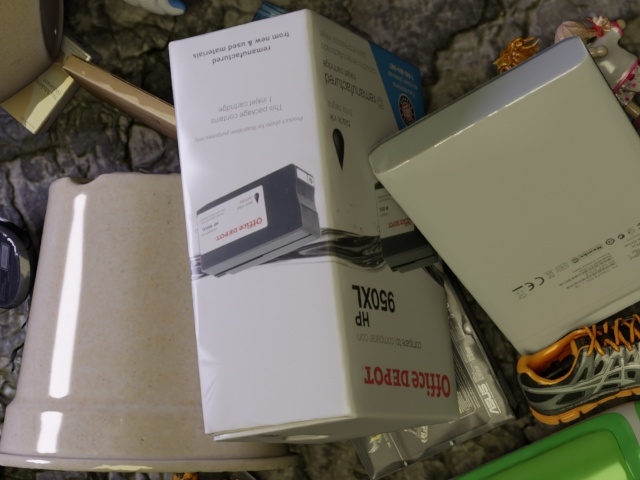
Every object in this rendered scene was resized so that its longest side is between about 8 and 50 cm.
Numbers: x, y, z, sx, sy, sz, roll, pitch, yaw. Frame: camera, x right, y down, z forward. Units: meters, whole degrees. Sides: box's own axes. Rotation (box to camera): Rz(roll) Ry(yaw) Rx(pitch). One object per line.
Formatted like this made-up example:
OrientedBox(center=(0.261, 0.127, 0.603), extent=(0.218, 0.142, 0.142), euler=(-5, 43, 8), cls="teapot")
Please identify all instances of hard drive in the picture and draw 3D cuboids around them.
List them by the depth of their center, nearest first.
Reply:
OrientedBox(center=(0.232, -0.032, 1.656), extent=(0.233, 0.047, 0.353), euler=(-29, 135, 13), cls="hard drive")

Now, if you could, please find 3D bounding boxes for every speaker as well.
OrientedBox(center=(0.253, 0.279, 1.767), extent=(0.297, 0.131, 0.131), euler=(-26, 91, 13), cls="speaker")

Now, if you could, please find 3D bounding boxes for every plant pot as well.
OrientedBox(center=(-0.185, 0.088, 1.756), extent=(0.334, 0.334, 0.305), euler=(0, 85, 11), cls="plant pot")
OrientedBox(center=(-0.384, -0.255, 1.760), extent=(0.191, 0.284, 0.284), euler=(1, 97, 3), cls="plant pot")

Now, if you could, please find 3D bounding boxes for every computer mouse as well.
OrientedBox(center=(-0.396, -0.029, 1.859), extent=(0.262, 0.060, 0.184), euler=(12, 102, 41), cls="computer mouse")

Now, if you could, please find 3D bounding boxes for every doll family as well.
OrientedBox(center=(0.239, -0.128, 1.722), extent=(0.163, 0.118, 0.263), euler=(40, 102, 3), cls="doll family")

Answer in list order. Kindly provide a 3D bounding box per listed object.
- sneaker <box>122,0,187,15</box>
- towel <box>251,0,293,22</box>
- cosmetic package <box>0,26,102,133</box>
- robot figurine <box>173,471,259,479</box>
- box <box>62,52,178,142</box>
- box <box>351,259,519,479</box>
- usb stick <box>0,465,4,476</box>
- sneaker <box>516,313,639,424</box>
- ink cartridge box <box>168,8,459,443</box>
OrientedBox(center=(-0.143, -0.404, 1.772), extent=(0.236, 0.130, 0.322), euler=(36, 98, -4), cls="sneaker")
OrientedBox(center=(-0.059, -0.203, 1.818), extent=(0.067, 0.029, 0.119), euler=(24, 101, 8), cls="towel")
OrientedBox(center=(-0.310, -0.184, 1.864), extent=(0.060, 0.041, 0.115), euler=(38, 102, 4), cls="cosmetic package")
OrientedBox(center=(-0.127, 0.401, 1.853), extent=(0.211, 0.085, 0.291), euler=(-16, 81, 9), cls="robot figurine")
OrientedBox(center=(-0.176, -0.135, 1.783), extent=(0.201, 0.164, 0.021), euler=(27, 85, 7), cls="box")
OrientedBox(center=(0.091, 0.129, 1.815), extent=(0.183, 0.056, 0.231), euler=(-26, 91, 14), cls="box")
OrientedBox(center=(-0.503, 0.334, 1.964), extent=(0.278, 0.045, 0.077), euler=(-37, 88, 13), cls="usb stick")
OrientedBox(center=(0.309, 0.122, 1.744), extent=(0.215, 0.084, 0.083), euler=(-31, 127, 13), cls="sneaker")
OrientedBox(center=(0.000, 0.000, 1.643), extent=(0.166, 0.285, 0.394), euler=(-10, 79, 25), cls="ink cartridge box")
